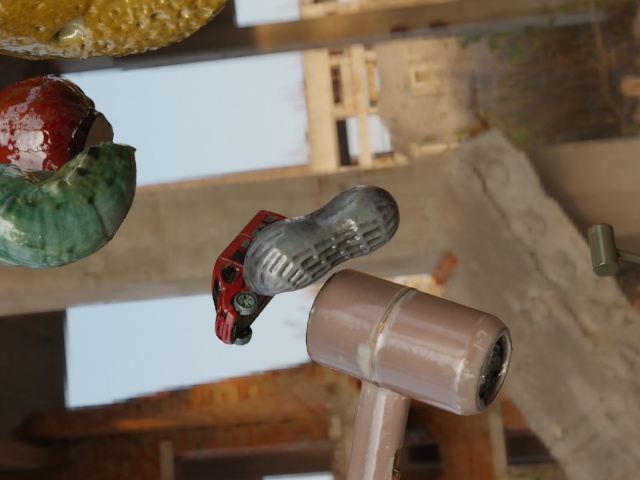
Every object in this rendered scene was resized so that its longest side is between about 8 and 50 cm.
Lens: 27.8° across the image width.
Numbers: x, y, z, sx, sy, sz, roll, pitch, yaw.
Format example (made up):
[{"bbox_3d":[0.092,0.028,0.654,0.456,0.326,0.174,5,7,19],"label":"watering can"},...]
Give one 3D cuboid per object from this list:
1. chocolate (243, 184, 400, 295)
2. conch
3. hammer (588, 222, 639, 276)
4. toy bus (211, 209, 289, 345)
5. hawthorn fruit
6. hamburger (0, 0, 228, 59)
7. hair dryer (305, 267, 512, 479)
[{"bbox_3d":[0.000,0.000,1.258,0.072,0.167,0.072,155,90,-85],"label":"chocolate"},{"bbox_3d":[-0.297,-0.036,1.404,0.176,0.188,0.122,-56,-44,-57],"label":"conch"},{"bbox_3d":[0.246,0.017,0.945,0.019,0.110,0.035,126,153,-50],"label":"hammer"},{"bbox_3d":[-0.093,0.049,1.718,0.195,0.089,0.081,-52,-17,-38],"label":"toy bus"},{"bbox_3d":[-0.420,-0.134,1.860,0.189,0.251,0.189,-13,-90,-81],"label":"hawthorn fruit"},{"bbox_3d":[-0.199,-0.263,0.908,0.170,0.314,0.290,-128,43,-53],"label":"hamburger"},{"bbox_3d":[0.073,0.213,1.315,0.107,0.189,0.344,-23,-55,-58],"label":"hair dryer"}]
